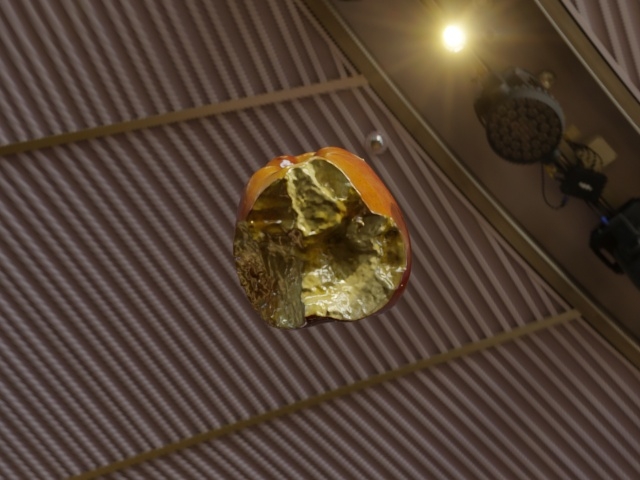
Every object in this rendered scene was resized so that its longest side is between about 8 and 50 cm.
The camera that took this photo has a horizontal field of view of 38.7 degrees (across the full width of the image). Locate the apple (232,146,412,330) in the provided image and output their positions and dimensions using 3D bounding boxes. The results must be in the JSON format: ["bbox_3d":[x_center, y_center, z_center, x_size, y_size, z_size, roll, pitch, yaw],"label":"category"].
[{"bbox_3d":[0.002,-0.004,0.831,0.156,0.147,0.158,-8,-90,19],"label":"apple"}]
